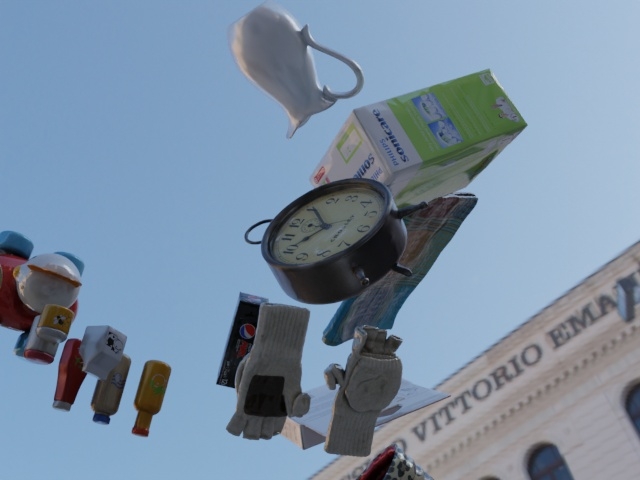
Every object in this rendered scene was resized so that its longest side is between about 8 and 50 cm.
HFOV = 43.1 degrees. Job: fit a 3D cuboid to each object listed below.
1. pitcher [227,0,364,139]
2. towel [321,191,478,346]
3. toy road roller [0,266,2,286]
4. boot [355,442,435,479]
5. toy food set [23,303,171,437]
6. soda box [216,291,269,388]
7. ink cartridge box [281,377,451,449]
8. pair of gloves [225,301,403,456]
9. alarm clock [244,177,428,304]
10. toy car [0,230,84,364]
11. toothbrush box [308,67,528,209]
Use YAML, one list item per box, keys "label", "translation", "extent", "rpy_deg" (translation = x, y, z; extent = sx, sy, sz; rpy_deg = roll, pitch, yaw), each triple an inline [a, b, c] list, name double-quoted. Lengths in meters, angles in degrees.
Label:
- label: "pitcher"
  translation: [-0.041, -0.295, 1.325]
  extent: [0.177, 0.125, 0.207]
  rpy_deg: [-27, -74, 26]
- label: "towel"
  translation: [0.165, 0.056, 1.651]
  extent: [0.271, 0.040, 0.370]
  rpy_deg: [-4, -48, -57]
- label: "toy road roller"
  translation: [-0.593, 0.181, 1.230]
  extent: [0.241, 0.329, 0.202]
  rpy_deg: [50, -29, -12]
- label: "boot"
  translation: [0.064, 0.316, 0.713]
  extent: [0.178, 0.085, 0.236]
  rpy_deg: [40, -97, -7]
- label: "toy food set"
  translation: [-0.308, 0.178, 1.072]
  extent: [0.111, 0.105, 0.232]
  rpy_deg: [-4, -30, 27]
- label: "soda box"
  translation: [-0.140, 0.183, 1.469]
  extent: [0.060, 0.053, 0.169]
  rpy_deg: [15, -77, -9]
- label: "ink cartridge box"
  translation: [0.080, 0.360, 1.687]
  extent: [0.296, 0.261, 0.066]
  rpy_deg: [-13, -76, -32]
- label: "pair of gloves"
  translation: [0.000, 0.205, 1.150]
  extent: [0.240, 0.042, 0.204]
  rpy_deg: [17, -81, -19]
- label: "alarm clock"
  translation: [0.000, 0.000, 0.758]
  extent: [0.192, 0.129, 0.064]
  rpy_deg: [10, -43, 41]
- label: "toy car"
  translation: [-0.532, 0.080, 1.502]
  extent: [0.210, 0.219, 0.238]
  rpy_deg: [25, -32, -21]
- label: "toothbrush box"
  translation: [0.153, -0.140, 1.294]
  extent: [0.283, 0.122, 0.206]
  rpy_deg: [-23, -16, -29]
